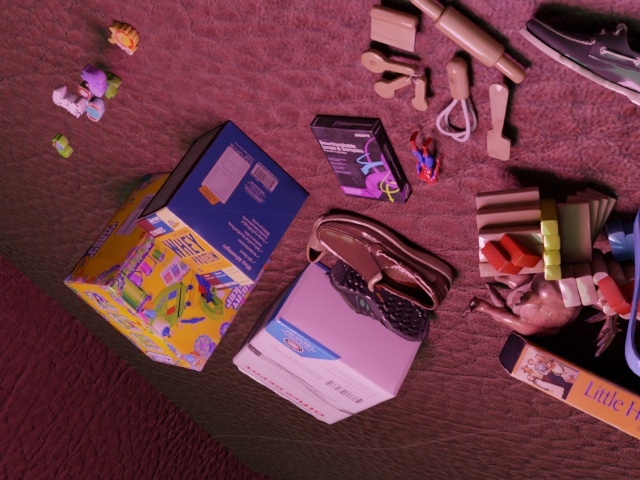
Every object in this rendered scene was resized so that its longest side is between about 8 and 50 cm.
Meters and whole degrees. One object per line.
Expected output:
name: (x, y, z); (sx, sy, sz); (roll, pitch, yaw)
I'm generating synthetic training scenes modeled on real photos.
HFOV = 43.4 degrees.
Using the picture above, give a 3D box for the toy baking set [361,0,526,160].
toy baking set: (0.162, -0.204, 1.008); (0.256, 0.030, 0.197); (33, 156, -4)

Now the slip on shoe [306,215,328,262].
slip on shoe: (0.000, 0.000, 1.499); (0.051, 0.041, 0.135); (31, 153, 0)

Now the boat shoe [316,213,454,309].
boat shoe: (0.102, 0.039, 1.387); (0.258, 0.095, 0.095); (23, 138, 9)

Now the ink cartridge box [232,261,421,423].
ink cartridge box: (0.002, 0.238, 1.763); (0.285, 0.166, 0.395); (34, 152, -5)

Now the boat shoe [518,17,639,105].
boat shoe: (0.313, -0.195, 0.854); (0.206, 0.075, 0.065); (31, 111, 12)

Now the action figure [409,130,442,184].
action figure: (0.154, -0.114, 1.164); (0.038, 0.030, 0.115); (24, 158, 25)

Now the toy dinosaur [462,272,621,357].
toy dinosaur: (0.354, 0.103, 1.237); (0.200, 0.127, 0.296); (29, 160, -10)

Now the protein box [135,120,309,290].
protein box: (-0.168, -0.056, 1.398); (0.200, 0.201, 0.136); (42, 151, -21)

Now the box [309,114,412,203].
box: (0.063, -0.124, 1.240); (0.116, 0.029, 0.162); (10, 145, 36)

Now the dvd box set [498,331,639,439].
dvd box set: (0.497, 0.273, 1.293); (0.420, 0.062, 0.307); (26, 180, 9)

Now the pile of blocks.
pile of blocks: (0.367, 0.030, 1.036); (0.362, 0.112, 0.148); (18, 115, 5)

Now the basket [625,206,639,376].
basket: (0.492, 0.070, 0.886); (0.289, 0.254, 0.201); (13, 143, 12)

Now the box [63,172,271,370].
box: (-0.300, 0.061, 1.634); (0.177, 0.290, 0.279); (1, 140, 45)

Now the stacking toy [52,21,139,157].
stacking toy: (-0.373, -0.241, 1.332); (0.052, 0.167, 0.221); (33, 152, -5)

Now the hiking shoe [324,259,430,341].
hiking shoe: (0.112, 0.115, 1.559); (0.227, 0.086, 0.114); (39, 166, -3)
